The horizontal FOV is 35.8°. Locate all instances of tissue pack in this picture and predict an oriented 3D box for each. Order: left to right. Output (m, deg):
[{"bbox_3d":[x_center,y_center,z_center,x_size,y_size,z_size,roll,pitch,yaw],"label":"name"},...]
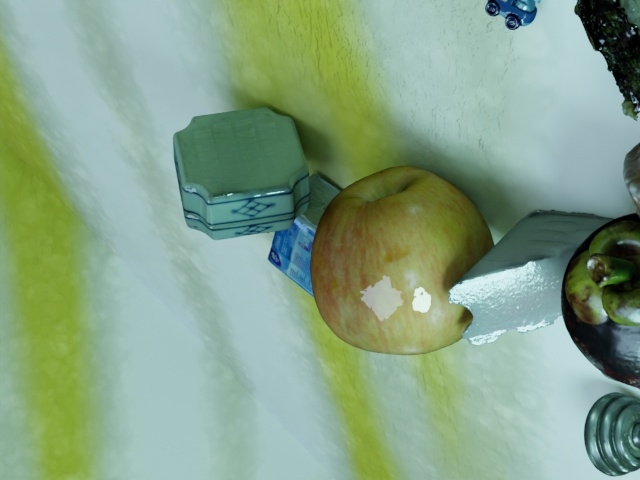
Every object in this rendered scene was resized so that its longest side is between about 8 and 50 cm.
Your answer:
[{"bbox_3d":[0.000,0.000,2.339,0.198,0.146,0.263,38,152,11],"label":"tissue pack"}]

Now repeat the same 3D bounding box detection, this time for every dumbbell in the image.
[{"bbox_3d":[0.706,0.396,1.987,0.179,0.179,0.406,52,149,-17],"label":"dumbbell"}]

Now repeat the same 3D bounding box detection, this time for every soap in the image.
[{"bbox_3d":[0.426,0.081,1.794,0.257,0.302,0.159,12,132,42],"label":"soap"}]

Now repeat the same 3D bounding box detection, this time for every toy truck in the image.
[{"bbox_3d":[0.285,-0.394,1.560,0.136,0.063,0.074,37,131,13],"label":"toy truck"}]

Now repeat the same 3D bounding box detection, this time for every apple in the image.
[{"bbox_3d":[0.159,0.040,1.966,0.391,0.391,0.347,9,118,44],"label":"apple"}]

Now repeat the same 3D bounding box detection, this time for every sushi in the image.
[{"bbox_3d":[0.463,-0.294,1.414,0.212,0.147,0.115,58,158,6],"label":"sushi"}]

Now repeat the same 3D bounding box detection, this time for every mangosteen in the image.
[{"bbox_3d":[0.546,0.083,1.608,0.297,0.297,0.313,34,149,14],"label":"mangosteen"}]

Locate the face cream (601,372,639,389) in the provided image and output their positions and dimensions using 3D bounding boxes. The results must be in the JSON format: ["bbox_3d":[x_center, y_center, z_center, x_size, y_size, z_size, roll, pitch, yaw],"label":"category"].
[{"bbox_3d":[0.630,0.196,1.812,0.194,0.175,0.175,10,138,42],"label":"face cream"}]

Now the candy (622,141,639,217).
[{"bbox_3d":[0.590,-0.083,1.443,0.289,0.214,0.157,12,138,49],"label":"candy"}]

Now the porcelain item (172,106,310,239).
[{"bbox_3d":[-0.174,-0.147,2.173,0.157,0.281,0.286,90,166,-49],"label":"porcelain item"}]
